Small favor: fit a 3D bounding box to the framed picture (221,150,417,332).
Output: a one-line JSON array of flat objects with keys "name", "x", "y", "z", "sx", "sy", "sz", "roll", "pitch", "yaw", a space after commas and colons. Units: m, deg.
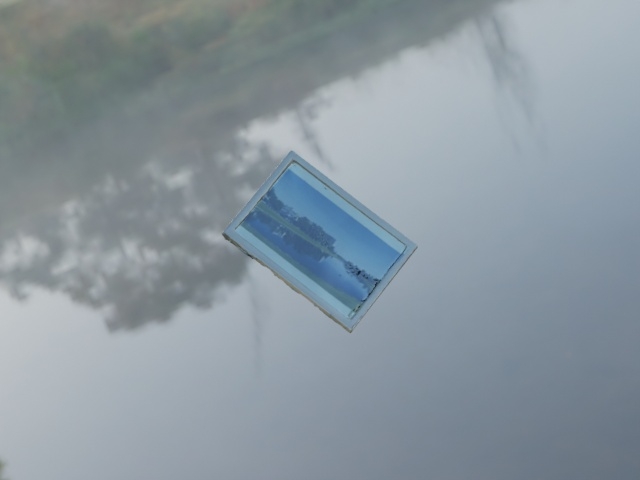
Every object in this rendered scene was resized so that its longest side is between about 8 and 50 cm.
[{"name": "framed picture", "x": 0.000, "y": 0.000, "z": 1.617, "sx": 0.109, "sy": 0.149, "sz": 0.011, "roll": -52, "pitch": -4, "yaw": -23}]
